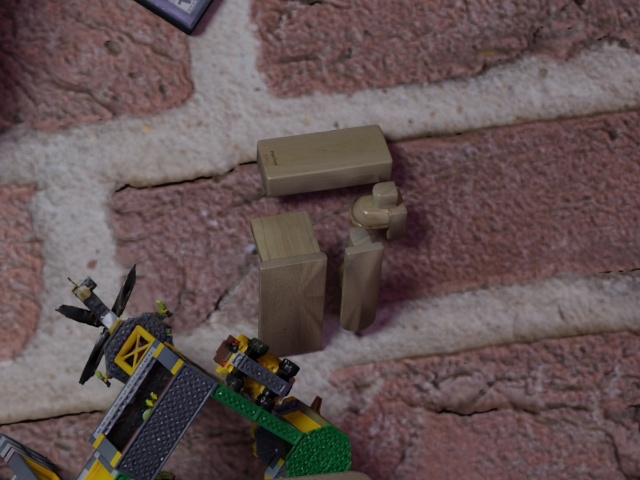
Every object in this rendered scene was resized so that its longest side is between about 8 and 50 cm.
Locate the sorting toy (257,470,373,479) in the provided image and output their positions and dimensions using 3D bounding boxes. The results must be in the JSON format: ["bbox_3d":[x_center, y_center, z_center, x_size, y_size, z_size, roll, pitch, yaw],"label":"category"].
[{"bbox_3d":[-0.015,0.300,1.181,0.307,0.041,0.229,0,107,-30],"label":"sorting toy"}]

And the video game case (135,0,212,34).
[{"bbox_3d":[-0.183,-0.340,1.336,0.274,0.026,0.196,32,78,-3],"label":"video game case"}]

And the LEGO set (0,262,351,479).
[{"bbox_3d":[-0.154,0.203,1.209,0.255,0.192,0.331,27,92,-34],"label":"LEGO set"}]

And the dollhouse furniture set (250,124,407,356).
[{"bbox_3d":[0.000,0.000,1.316,0.144,0.123,0.151,-9,48,-11],"label":"dollhouse furniture set"}]
